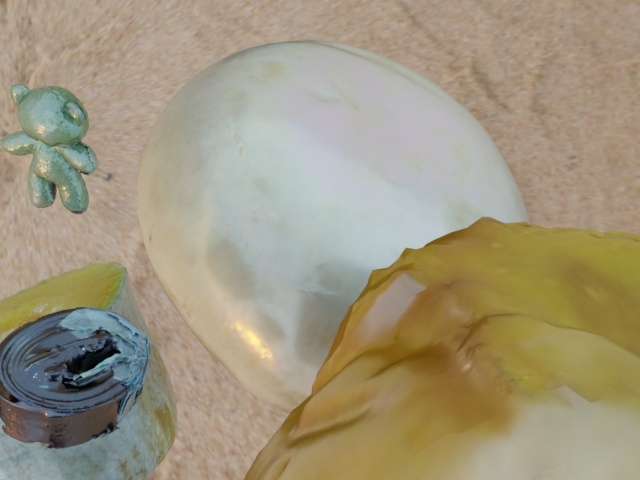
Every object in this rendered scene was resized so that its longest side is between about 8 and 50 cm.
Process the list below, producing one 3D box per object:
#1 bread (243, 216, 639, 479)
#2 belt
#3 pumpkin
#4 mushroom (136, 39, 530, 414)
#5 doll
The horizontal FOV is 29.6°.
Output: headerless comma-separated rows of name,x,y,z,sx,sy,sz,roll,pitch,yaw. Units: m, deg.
bread,0.101,0.194,0.467,0.361,0.250,0.394,20,86,-28
belt,-0.202,0.109,0.989,0.105,0.058,0.140,43,45,22
pumpkin,-0.303,0.186,1.222,0.332,0.332,0.199,-29,110,-10
mushroom,0.000,0.000,0.730,0.246,0.202,0.246,20,49,-26
doll,-0.283,-0.099,1.296,0.115,0.077,0.150,18,125,16
